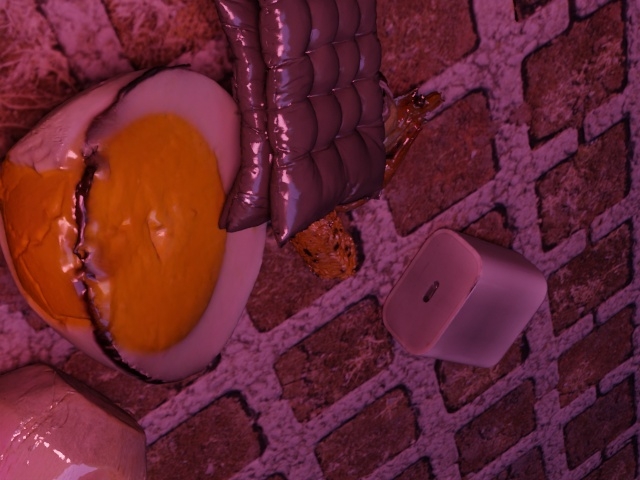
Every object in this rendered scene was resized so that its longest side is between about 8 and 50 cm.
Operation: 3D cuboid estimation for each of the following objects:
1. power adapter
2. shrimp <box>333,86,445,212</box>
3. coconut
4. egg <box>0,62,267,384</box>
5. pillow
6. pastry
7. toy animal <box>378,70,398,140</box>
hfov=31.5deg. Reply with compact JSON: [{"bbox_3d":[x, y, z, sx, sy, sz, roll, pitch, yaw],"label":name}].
[{"bbox_3d":[0.241,0.096,1.754,0.255,0.124,0.187,15,115,-47],"label":"power adapter"},{"bbox_3d":[0.077,-0.120,1.481,0.217,0.051,0.115,-44,145,2],"label":"shrimp"},{"bbox_3d":[-0.335,0.275,1.344,0.230,0.227,0.227,-53,141,-5],"label":"coconut"},{"bbox_3d":[-0.213,-0.027,1.194,0.337,0.201,0.337,-26,122,-53],"label":"egg"},{"bbox_3d":[-0.017,-0.176,1.204,0.228,0.101,0.326,-28,121,-54],"label":"pillow"},{"bbox_3d":[0.000,0.000,1.506,0.140,0.080,0.056,70,30,-52],"label":"pastry"},{"bbox_3d":[0.036,-0.158,1.375,0.137,0.098,0.098,-31,142,-44],"label":"toy animal"}]
